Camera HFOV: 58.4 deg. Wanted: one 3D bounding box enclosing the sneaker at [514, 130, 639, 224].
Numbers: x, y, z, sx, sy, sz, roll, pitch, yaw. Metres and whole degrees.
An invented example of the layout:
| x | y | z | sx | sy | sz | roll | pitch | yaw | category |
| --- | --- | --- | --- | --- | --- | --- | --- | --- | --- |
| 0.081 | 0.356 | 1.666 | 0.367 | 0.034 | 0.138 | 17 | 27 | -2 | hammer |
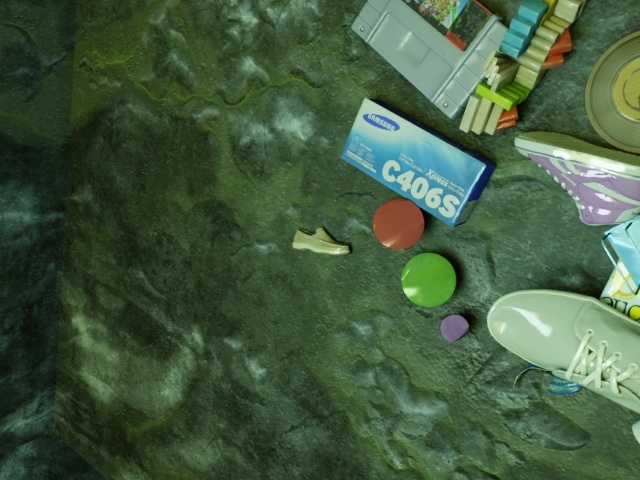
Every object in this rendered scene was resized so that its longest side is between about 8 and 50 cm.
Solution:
| x | y | z | sx | sy | sz | roll | pitch | yaw | category |
| --- | --- | --- | --- | --- | --- | --- | --- | --- | --- |
| 0.514 | -0.119 | 1.169 | 0.282 | 0.102 | 0.161 | 30 | 130 | 36 | sneaker |

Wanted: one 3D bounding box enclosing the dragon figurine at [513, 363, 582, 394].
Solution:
| x | y | z | sx | sy | sz | roll | pitch | yaw | category |
| --- | --- | --- | --- | --- | --- | --- | --- | --- | --- |
| 0.517 | 0.270 | 1.210 | 0.289 | 0.144 | 0.085 | -21 | 86 | 36 | dragon figurine |

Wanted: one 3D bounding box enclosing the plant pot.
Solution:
| x | y | z | sx | sy | sz | roll | pitch | yaw | category |
| --- | --- | --- | --- | --- | --- | --- | --- | --- | --- |
| 0.611 | -0.277 | 1.061 | 0.237 | 0.109 | 0.238 | 8 | 104 | 35 | plant pot |

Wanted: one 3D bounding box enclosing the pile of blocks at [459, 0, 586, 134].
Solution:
| x | y | z | sx | sy | sz | roll | pitch | yaw | category |
| --- | --- | --- | --- | --- | --- | --- | --- | --- | --- |
| 0.421 | -0.364 | 1.154 | 0.112 | 0.148 | 0.362 | 37 | 117 | 24 | pile of blocks |

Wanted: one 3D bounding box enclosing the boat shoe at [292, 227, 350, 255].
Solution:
| x | y | z | sx | sy | sz | roll | pitch | yaw | category |
| --- | --- | --- | --- | --- | --- | --- | --- | --- | --- |
| 0.000 | 0.000 | 1.576 | 0.189 | 0.068 | 0.072 | 8 | 92 | 34 | boat shoe |

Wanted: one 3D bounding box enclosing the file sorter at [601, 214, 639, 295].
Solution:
| x | y | z | sx | sy | sz | roll | pitch | yaw | category |
| --- | --- | --- | --- | --- | --- | --- | --- | --- | --- |
| 0.583 | 0.005 | 0.959 | 0.170 | 0.104 | 0.118 | -33 | 81 | 34 | file sorter |

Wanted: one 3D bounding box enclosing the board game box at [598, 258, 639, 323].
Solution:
| x | y | z | sx | sy | sz | roll | pitch | yaw | category |
| --- | --- | --- | --- | --- | --- | --- | --- | --- | --- |
| 0.636 | 0.076 | 1.089 | 0.142 | 0.144 | 0.276 | 28 | 114 | 28 | board game box |

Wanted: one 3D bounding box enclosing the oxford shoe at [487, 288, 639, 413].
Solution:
| x | y | z | sx | sy | sz | roll | pitch | yaw | category |
| --- | --- | --- | --- | --- | --- | --- | --- | --- | --- |
| 0.515 | 0.213 | 1.033 | 0.449 | 0.130 | 0.169 | 23 | 116 | 29 | oxford shoe |

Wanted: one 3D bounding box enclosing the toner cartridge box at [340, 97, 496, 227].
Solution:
| x | y | z | sx | sy | sz | roll | pitch | yaw | category |
| --- | --- | --- | --- | --- | --- | --- | --- | --- | --- |
| 0.224 | -0.192 | 1.371 | 0.347 | 0.075 | 0.165 | 35 | 116 | 25 | toner cartridge box |

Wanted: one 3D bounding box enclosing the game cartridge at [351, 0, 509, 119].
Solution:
| x | y | z | sx | sy | sz | roll | pitch | yaw | category |
| --- | --- | --- | --- | --- | --- | --- | --- | --- | --- |
| 0.252 | -0.480 | 1.309 | 0.355 | 0.068 | 0.230 | 48 | 126 | 18 | game cartridge |

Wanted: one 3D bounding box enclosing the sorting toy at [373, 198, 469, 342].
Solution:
| x | y | z | sx | sy | sz | roll | pitch | yaw | category |
| --- | --- | --- | --- | --- | --- | --- | --- | --- | --- |
| 0.246 | 0.073 | 1.394 | 0.127 | 0.126 | 0.366 | -28 | 86 | 3 | sorting toy |

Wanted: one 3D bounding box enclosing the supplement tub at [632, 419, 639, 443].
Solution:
| x | y | z | sx | sy | sz | roll | pitch | yaw | category |
| --- | --- | --- | --- | --- | --- | --- | --- | --- | --- |
| 0.696 | 0.376 | 1.150 | 0.071 | 0.071 | 0.107 | 52 | 123 | 16 | supplement tub |
